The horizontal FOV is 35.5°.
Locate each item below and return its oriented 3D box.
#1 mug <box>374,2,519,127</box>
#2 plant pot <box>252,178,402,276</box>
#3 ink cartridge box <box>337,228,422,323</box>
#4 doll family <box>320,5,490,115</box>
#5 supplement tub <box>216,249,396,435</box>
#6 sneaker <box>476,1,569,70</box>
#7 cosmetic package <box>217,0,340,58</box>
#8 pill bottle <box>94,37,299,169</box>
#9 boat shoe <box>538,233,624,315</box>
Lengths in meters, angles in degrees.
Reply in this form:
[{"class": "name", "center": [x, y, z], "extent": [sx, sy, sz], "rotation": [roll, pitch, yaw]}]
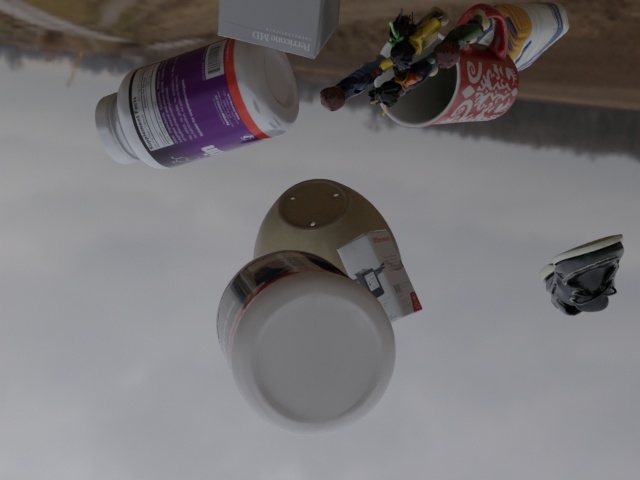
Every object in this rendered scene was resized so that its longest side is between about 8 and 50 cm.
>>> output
[{"class": "mug", "center": [0.170, -0.194, 1.170], "extent": [0.150, 0.113, 0.169], "rotation": [-22, 170, 36]}, {"class": "plant pot", "center": [0.000, 0.000, 1.824], "extent": [0.284, 0.191, 0.284], "rotation": [-6, -133, 6]}, {"class": "ink cartridge box", "center": [0.099, 0.063, 1.650], "extent": [0.063, 0.150, 0.109], "rotation": [-27, 173, 21]}, {"class": "doll family", "center": [0.078, -0.175, 0.997], "extent": [0.076, 0.193, 0.111], "rotation": [45, -139, -5]}, {"class": "supplement tub", "center": [-0.028, 0.114, 1.235], "extent": [0.191, 0.191, 0.272], "rotation": [5, -174, -12]}, {"class": "sneaker", "center": [0.263, -0.277, 1.538], "extent": [0.131, 0.112, 0.296], "rotation": [-17, 178, -29]}, {"class": "cosmetic package", "center": [-0.037, -0.334, 1.098], "extent": [0.127, 0.238, 0.107], "rotation": [14, -143, 10]}, {"class": "pill bottle", "center": [-0.211, -0.227, 1.678], "extent": [0.323, 0.181, 0.181], "rotation": [-14, 180, 23]}, {"class": "boat shoe", "center": [0.464, 0.073, 1.748], "extent": [0.127, 0.113, 0.340], "rotation": [-15, 169, -7]}]
